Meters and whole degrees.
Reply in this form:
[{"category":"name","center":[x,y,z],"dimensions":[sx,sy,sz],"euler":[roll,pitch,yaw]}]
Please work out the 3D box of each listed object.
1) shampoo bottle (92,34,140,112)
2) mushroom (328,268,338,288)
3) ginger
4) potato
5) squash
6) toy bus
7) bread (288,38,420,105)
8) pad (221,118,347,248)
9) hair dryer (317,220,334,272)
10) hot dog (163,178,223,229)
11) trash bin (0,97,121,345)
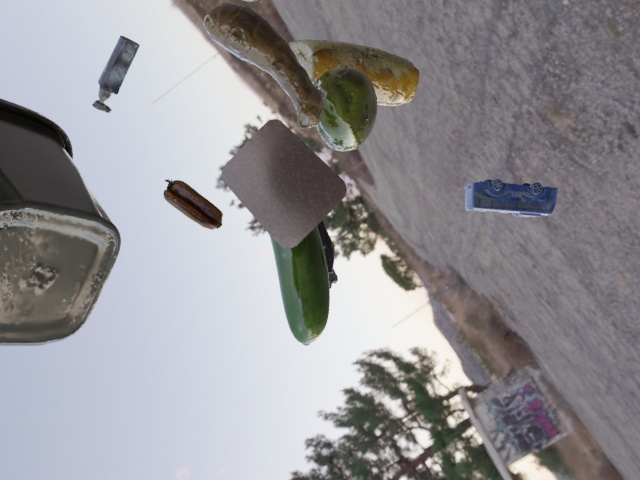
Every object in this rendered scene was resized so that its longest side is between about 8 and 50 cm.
[{"category":"shampoo bottle","center":[-0.551,-0.442,1.541],"dimensions":[0.063,0.208,0.057],"euler":[24,-162,-29]},{"category":"mushroom","center":[-0.035,0.071,1.721],"dimensions":[0.278,0.099,0.096],"euler":[47,-125,-46]},{"category":"ginger","center":[-0.093,-0.319,1.020],"dimensions":[0.295,0.086,0.131],"euler":[50,-149,11]},{"category":"potato","center":[0.058,-0.300,1.320],"dimensions":[0.253,0.148,0.187],"euler":[-51,-52,-74]},{"category":"squash","center":[-0.049,0.015,1.184],"dimensions":[0.107,0.107,0.396],"euler":[35,-139,-69]},{"category":"toy bus","center":[0.504,-0.113,1.532],"dimensions":[0.079,0.236,0.094],"euler":[-129,44,-83]},{"category":"bread","center":[0.093,-0.514,1.753],"dimensions":[0.375,0.165,0.236],"euler":[3,-161,-26]},{"category":"pad","center":[-0.079,-0.118,1.145],"dimensions":[0.266,0.176,0.002],"euler":[47,-175,29]},{"category":"hair dryer","center":[0.000,0.000,1.642],"dimensions":[0.219,0.075,0.196],"euler":[42,-142,-86]},{"category":"hot dog","center":[-0.339,-0.093,1.524],"dimensions":[0.188,0.072,0.055],"euler":[38,159,-7]},{"category":"trash bin","center":[-0.371,-0.022,0.668],"dimensions":[0.250,0.219,0.219],"euler":[38,-163,36]}]
